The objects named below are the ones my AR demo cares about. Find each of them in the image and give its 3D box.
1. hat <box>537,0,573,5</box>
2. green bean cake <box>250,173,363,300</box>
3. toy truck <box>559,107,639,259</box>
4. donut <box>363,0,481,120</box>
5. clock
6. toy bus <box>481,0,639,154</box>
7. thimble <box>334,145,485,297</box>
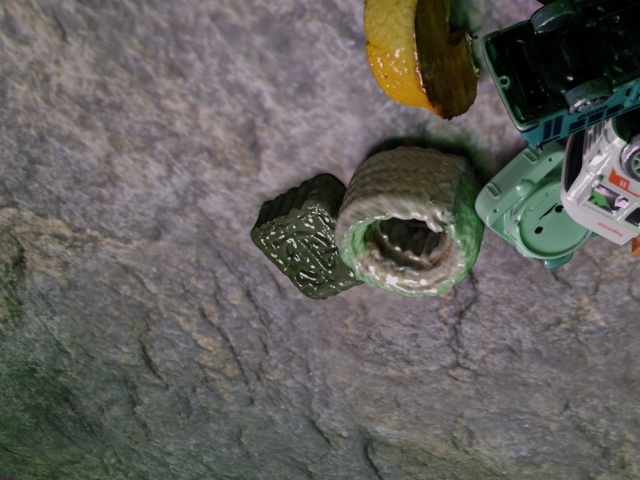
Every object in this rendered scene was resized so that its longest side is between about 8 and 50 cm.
[{"bbox_3d":[0.223,-0.349,1.013,0.173,0.144,0.166,12,143,-25],"label":"hat"},{"bbox_3d":[0.000,0.000,1.527,0.183,0.094,0.185,-24,118,42],"label":"green bean cake"},{"bbox_3d":[0.487,-0.045,1.185,0.387,0.173,0.207,28,138,-6],"label":"toy truck"},{"bbox_3d":[0.117,-0.247,1.144,0.101,0.152,0.259,9,137,26],"label":"donut"},{"bbox_3d":[0.320,-0.041,1.310,0.188,0.060,0.148,37,104,-28],"label":"clock"},{"bbox_3d":[0.315,-0.203,1.035,0.256,0.128,0.147,-22,166,9],"label":"toy bus"},{"bbox_3d":[0.135,-0.031,1.379,0.219,0.150,0.219,12,141,10],"label":"thimble"}]
